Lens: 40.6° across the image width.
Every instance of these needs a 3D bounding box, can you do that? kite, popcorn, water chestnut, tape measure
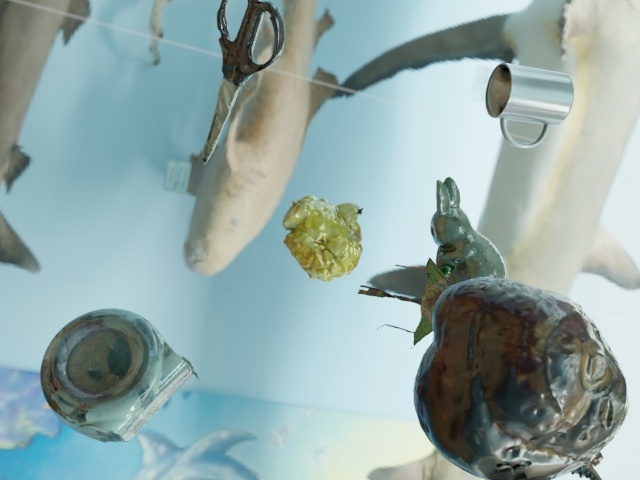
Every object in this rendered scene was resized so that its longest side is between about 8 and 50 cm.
[{"bbox_3d":[0.180,0.120,1.703,0.244,0.006,0.198,4,-115,30],"label":"kite"},{"bbox_3d":[0.000,0.000,0.814,0.084,0.084,0.084,-168,-90,-71],"label":"popcorn"},{"bbox_3d":[0.252,0.183,1.140,0.244,0.289,0.289,-106,-147,-57],"label":"water chestnut"},{"bbox_3d":[-0.420,0.275,1.742,0.256,0.275,0.147,-46,155,-22],"label":"tape measure"}]

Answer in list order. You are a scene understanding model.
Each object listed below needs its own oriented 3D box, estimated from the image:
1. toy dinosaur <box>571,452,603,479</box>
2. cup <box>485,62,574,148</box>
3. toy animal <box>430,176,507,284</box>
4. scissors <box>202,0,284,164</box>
[{"bbox_3d":[0.374,0.314,1.250,0.154,0.055,0.049,60,-9,28],"label":"toy dinosaur"},{"bbox_3d":[0.371,-0.246,1.567,0.099,0.133,0.136,-112,-149,-55],"label":"cup"},{"bbox_3d":[0.280,-0.005,1.753,0.125,0.127,0.251,-22,-88,29],"label":"toy animal"},{"bbox_3d":[-0.123,-0.206,1.161,0.109,0.022,0.300,45,-44,16],"label":"scissors"}]
